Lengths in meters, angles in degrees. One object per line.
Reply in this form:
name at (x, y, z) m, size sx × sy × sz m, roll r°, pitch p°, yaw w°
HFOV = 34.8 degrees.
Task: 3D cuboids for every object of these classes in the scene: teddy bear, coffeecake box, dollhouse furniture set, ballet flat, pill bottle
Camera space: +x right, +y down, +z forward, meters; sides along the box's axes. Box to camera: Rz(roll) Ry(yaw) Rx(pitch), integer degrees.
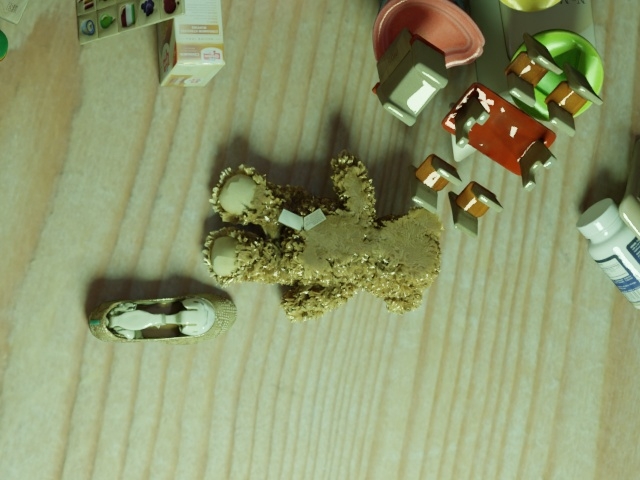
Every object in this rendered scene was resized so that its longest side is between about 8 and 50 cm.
teddy bear at (0.000, 0.000, 1.451) m, size 0.338 × 0.113 × 0.245 m, roll -7°, pitch 83°, yaw -11°
coffeecake box at (-0.180, -0.313, 1.381) m, size 0.068 × 0.142 × 0.185 m, roll -3°, pitch 87°, yaw -18°
dollhouse furniture set at (0.206, -0.178, 1.407) m, size 0.259 × 0.135 × 0.262 m, roll 30°, pitch 117°, yaw -19°
ballet flat at (-0.208, 0.109, 1.383) m, size 0.206 × 0.067 × 0.073 m, roll -6°, pitch 87°, yaw -19°
pill bottle at (0.481, 0.018, 1.600) m, size 0.094 × 0.094 × 0.169 m, roll -45°, pitch 100°, yaw -16°

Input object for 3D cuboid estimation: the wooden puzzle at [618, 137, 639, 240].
wooden puzzle at (0.552, -0.030, 1.610) m, size 0.221 × 0.044 × 0.238 m, roll 48°, pitch 39°, yaw -10°

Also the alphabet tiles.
alphabet tiles at (-0.259, -0.394, 1.349) m, size 0.009 × 0.198 × 0.237 m, roll 0°, pitch 85°, yaw -53°

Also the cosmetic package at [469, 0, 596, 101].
cosmetic package at (0.319, -0.375, 1.566) m, size 0.160 × 0.113 × 0.309 m, roll -6°, pitch 87°, yaw -19°

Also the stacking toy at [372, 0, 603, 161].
stacking toy at (0.247, -0.291, 1.467) m, size 0.309 × 0.130 × 0.279 m, roll -24°, pitch 111°, yaw 19°

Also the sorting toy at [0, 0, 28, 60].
sorting toy at (-0.435, -0.377, 1.353) m, size 0.132 × 0.046 × 0.274 m, roll 23°, pitch 80°, yaw -15°
